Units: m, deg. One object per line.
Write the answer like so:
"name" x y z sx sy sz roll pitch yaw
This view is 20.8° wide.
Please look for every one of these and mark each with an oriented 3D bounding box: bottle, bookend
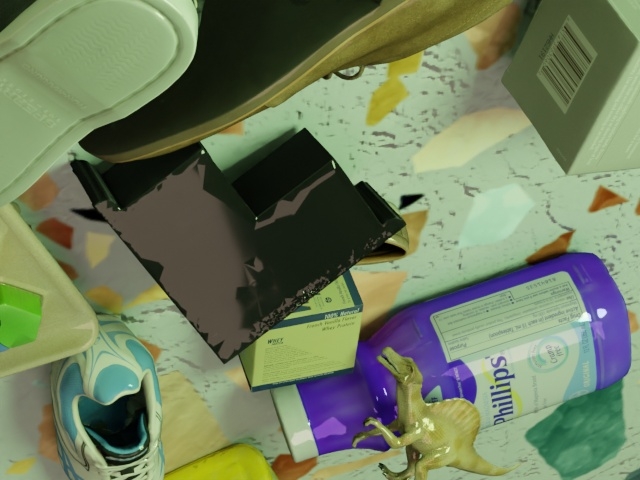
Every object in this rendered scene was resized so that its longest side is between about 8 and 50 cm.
"bottle" 0.102 0.100 1.380 0.283 0.092 0.118 -18 135 -5
"bookend" -0.054 -0.029 1.161 0.156 0.072 0.157 -38 122 -1

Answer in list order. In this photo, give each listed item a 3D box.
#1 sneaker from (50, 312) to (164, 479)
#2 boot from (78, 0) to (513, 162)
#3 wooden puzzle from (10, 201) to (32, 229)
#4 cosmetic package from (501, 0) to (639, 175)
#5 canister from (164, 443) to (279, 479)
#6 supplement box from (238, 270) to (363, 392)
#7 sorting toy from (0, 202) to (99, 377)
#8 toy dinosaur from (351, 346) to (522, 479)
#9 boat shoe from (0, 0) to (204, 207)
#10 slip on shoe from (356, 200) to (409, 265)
"sneaker" -0.157 0.151 1.323 0.085 0.086 0.237 -16 143 -10
"boot" -0.006 -0.120 1.054 0.305 0.112 0.115 -28 149 14
"wooden puzzle" -0.242 -0.004 1.156 0.116 0.014 0.078 9 132 -33
"cosmetic package" 0.261 -0.126 1.173 0.238 0.107 0.127 -8 141 -30
"canister" -0.073 0.254 1.494 0.126 0.073 0.170 -24 140 2
"supplement box" -0.018 0.061 1.305 0.083 0.056 0.083 -11 140 -15
"sorting toy" -0.270 0.042 1.159 0.193 0.038 0.208 -18 142 7
"toy dinosaur" 0.087 0.158 1.323 0.093 0.053 0.183 -37 126 9
"boat shoe" -0.182 -0.096 1.005 0.303 0.091 0.114 -20 132 29
"slip on shoe" 0.000 0.000 1.255 0.135 0.041 0.051 -1 137 -24
